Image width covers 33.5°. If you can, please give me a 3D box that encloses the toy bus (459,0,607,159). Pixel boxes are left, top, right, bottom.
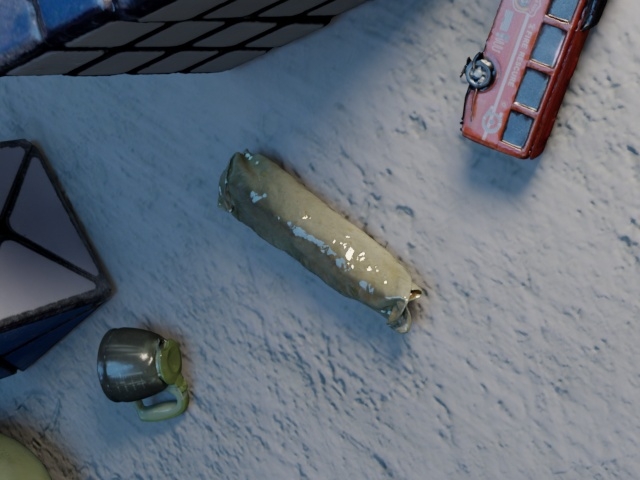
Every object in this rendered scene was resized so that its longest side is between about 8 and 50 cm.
[{"bbox_3d":[0.198,-0.193,0.959,0.096,0.073,0.235,27,115,17],"label":"toy bus"}]

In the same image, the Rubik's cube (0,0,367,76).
[{"bbox_3d":[-0.120,-0.360,0.971,0.337,0.343,0.345,-15,90,36],"label":"Rubik's cube"}]

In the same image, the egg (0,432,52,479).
[{"bbox_3d":[-0.494,0.360,1.461,0.295,0.218,0.219,-13,93,23],"label":"egg"}]

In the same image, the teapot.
[{"bbox_3d":[-0.211,0.160,1.317,0.090,0.124,0.092,-5,56,20],"label":"teapot"}]

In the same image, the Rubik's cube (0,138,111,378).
[{"bbox_3d":[-0.468,0.042,1.349,0.259,0.260,0.255,-37,79,31],"label":"Rubik's cube"}]

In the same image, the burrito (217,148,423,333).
[{"bbox_3d":[0.000,0.000,1.140,0.275,0.059,0.082,36,125,23],"label":"burrito"}]
